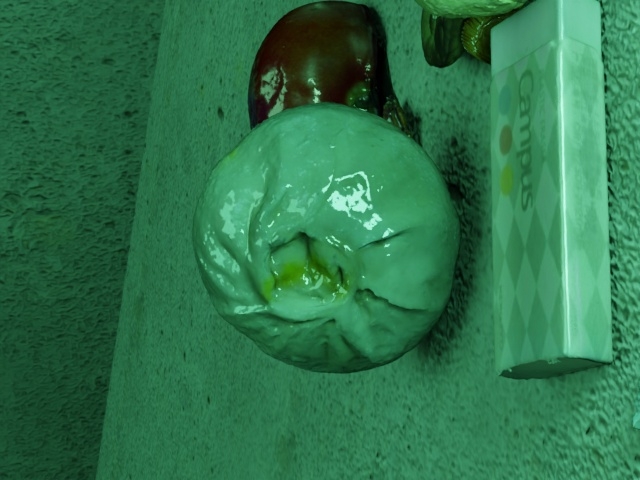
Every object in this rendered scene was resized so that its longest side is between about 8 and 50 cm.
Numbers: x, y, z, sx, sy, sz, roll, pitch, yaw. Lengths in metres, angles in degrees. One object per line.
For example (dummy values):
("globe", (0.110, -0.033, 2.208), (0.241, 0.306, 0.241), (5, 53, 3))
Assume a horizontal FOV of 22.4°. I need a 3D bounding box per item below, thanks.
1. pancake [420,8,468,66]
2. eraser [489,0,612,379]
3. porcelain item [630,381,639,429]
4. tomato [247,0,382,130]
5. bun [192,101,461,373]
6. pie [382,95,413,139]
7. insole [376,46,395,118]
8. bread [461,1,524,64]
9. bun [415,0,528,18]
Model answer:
("pancake", (0.168, -0.347, 2.012), (0.294, 0.049, 0.294), (-171, 90, -88))
("eraser", (0.246, -0.055, 1.752), (0.213, 0.082, 0.397), (152, 119, -68))
("porcelain item", (0.323, 0.144, 1.573), (0.036, 0.028, 0.083), (-143, 60, -71))
("tomato", (-0.028, -0.198, 2.454), (0.289, 0.176, 0.335), (158, 113, -74))
("bun", (0.008, 0.010, 2.054), (0.211, 0.362, 0.362), (-83, 3, -72))
("pie", (0.108, -0.122, 2.247), (0.092, 0.034, 0.170), (160, 106, -72))
("insole", (0.097, -0.203, 2.343), (0.064, 0.004, 0.188), (117, 151, -51))
("bread", (0.207, -0.249, 1.908), (0.053, 0.085, 0.085), (-127, 44, -51))
("bun", (0.201, -0.343, 1.769), (0.259, 0.152, 0.259), (-29, 40, 28))
